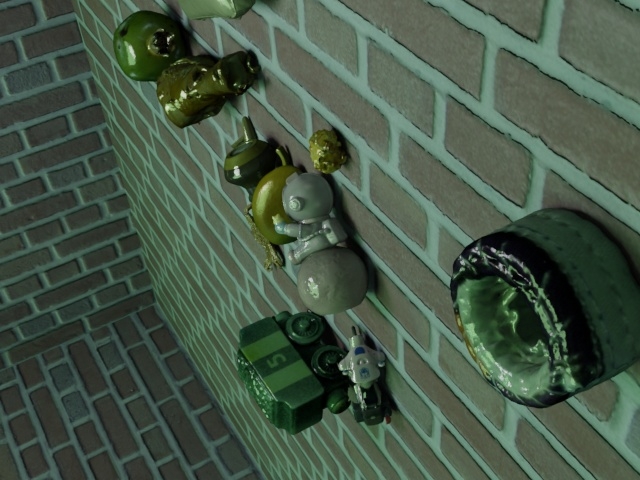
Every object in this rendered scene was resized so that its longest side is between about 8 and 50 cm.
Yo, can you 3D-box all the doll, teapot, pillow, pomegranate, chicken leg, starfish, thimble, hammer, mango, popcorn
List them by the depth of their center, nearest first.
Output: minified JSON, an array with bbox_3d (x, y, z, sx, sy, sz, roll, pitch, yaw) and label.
[{"bbox_3d":[0.275,0.085,1.017,0.237,0.150,0.237,49,153,37],"label":"thimble"},{"bbox_3d":[0.012,-0.165,1.543,0.083,0.057,0.082,139,113,-73],"label":"popcorn"},{"bbox_3d":[-0.224,-0.551,1.617,0.322,0.120,0.255,29,137,63],"label":"pillow"},{"bbox_3d":[0.000,0.000,1.658,0.151,0.151,0.287,-13,94,70],"label":"doll"},{"bbox_3d":[-0.086,-0.077,1.807,0.085,0.122,0.191,-71,-21,-57],"label":"mango"},{"bbox_3d":[-0.132,-0.158,1.850,0.166,0.130,0.119,-14,118,39],"label":"teapot"},{"bbox_3d":[-0.256,-0.355,1.898,0.153,0.201,0.429,45,162,-22],"label":"chicken leg"},{"bbox_3d":[-0.196,-0.253,2.025,0.195,0.028,0.060,169,83,-71],"label":"hammer"},{"bbox_3d":[-0.421,-0.489,2.113,0.225,0.187,0.187,18,129,60],"label":"pomegranate"},{"bbox_3d":[-0.148,0.004,2.150,0.150,0.053,0.209,55,159,41],"label":"starfish"}]

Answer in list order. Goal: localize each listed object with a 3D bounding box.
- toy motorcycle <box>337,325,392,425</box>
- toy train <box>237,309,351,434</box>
[{"bbox_3d":[0.097,0.302,1.805,0.150,0.102,0.221,-107,4,-70],"label":"toy motorcycle"},{"bbox_3d":[-0.061,0.308,1.996,0.299,0.238,0.167,50,152,36],"label":"toy train"}]
